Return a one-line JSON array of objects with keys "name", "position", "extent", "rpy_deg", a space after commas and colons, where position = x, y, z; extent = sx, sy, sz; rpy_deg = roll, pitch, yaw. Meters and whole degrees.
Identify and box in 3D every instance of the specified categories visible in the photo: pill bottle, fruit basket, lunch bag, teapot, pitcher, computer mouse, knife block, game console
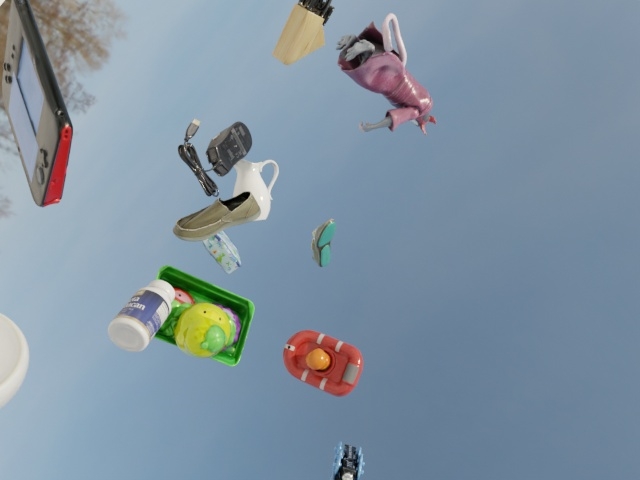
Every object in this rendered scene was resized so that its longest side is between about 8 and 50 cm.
[{"name": "pill bottle", "position": [-0.405, 0.167, 1.182], "extent": [0.094, 0.094, 0.169], "rpy_deg": [-29, -159, 27]}, {"name": "fruit basket", "position": [-0.397, 0.262, 1.689], "extent": [0.392, 0.392, 0.283], "rpy_deg": [-11, -127, 38]}, {"name": "lunch bag", "position": [-0.429, 0.022, 2.185], "extent": [0.090, 0.219, 0.176], "rpy_deg": [-33, -149, -1]}, {"name": "teapot", "position": [-0.715, 0.267, 0.998], "extent": [0.187, 0.256, 0.253], "rpy_deg": [-52, -123, 33]}, {"name": "pitcher", "position": [-0.215, -0.172, 1.744], "extent": [0.125, 0.177, 0.207], "rpy_deg": [-1, -84, 60]}, {"name": "computer mouse", "position": [-0.290, -0.258, 1.373], "extent": [0.060, 0.184, 0.262], "rpy_deg": [-2, -135, 32]}, {"name": "knife block", "position": [-0.071, -0.832, 1.935], "extent": [0.275, 0.242, 0.088], "rpy_deg": [-35, -125, -16]}, {"name": "game console", "position": [-0.671, -0.306, 1.194], "extent": [0.342, 0.060, 0.387], "rpy_deg": [-45, -115, 49]}]

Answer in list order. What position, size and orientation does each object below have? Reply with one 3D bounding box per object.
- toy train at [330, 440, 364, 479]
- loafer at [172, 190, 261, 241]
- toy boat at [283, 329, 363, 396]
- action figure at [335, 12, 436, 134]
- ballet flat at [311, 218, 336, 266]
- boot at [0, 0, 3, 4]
[{"name": "toy train", "position": [0.065, 0.588, 1.299], "extent": [0.080, 0.184, 0.105], "rpy_deg": [14, -89, 4]}, {"name": "loafer", "position": [-0.287, -0.077, 1.404], "extent": [0.251, 0.087, 0.094], "rpy_deg": [-23, -136, -23]}, {"name": "toy boat", "position": [-0.002, 0.339, 1.448], "extent": [0.231, 0.151, 0.151], "rpy_deg": [18, -104, 22]}, {"name": "action figure", "position": [0.219, -0.447, 1.430], "extent": [0.275, 0.370, 0.248], "rpy_deg": [-25, -141, 46]}, {"name": "ballet flat", "position": [0.000, 0.000, 1.585], "extent": [0.072, 0.213, 0.068], "rpy_deg": [-32, -121, -28]}, {"name": "boot", "position": [-0.523, -0.448, 0.812], "extent": [0.069, 0.086, 0.190], "rpy_deg": [2, -118, 31]}]
